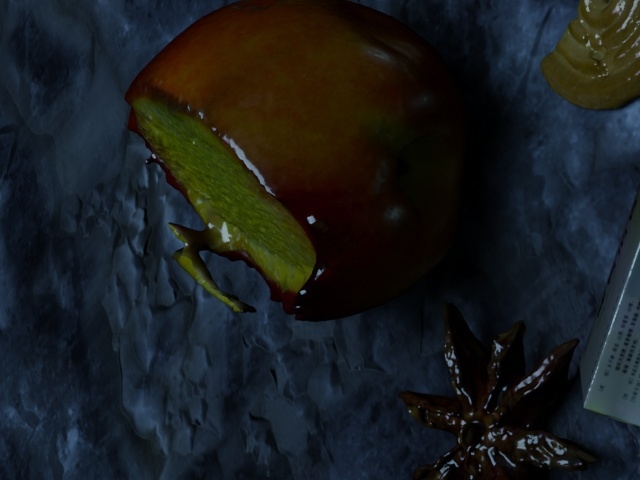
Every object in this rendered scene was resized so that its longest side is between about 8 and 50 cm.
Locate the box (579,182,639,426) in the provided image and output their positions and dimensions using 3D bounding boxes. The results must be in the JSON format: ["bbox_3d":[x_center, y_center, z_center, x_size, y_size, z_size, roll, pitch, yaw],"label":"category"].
[{"bbox_3d":[0.299,0.020,1.398,0.175,0.062,0.260,-47,-26,-79],"label":"box"}]

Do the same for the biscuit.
[{"bbox_3d":[0.304,-0.214,1.537,0.224,0.033,0.144,-56,45,30],"label":"biscuit"}]

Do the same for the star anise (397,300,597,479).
[{"bbox_3d":[0.175,0.190,1.587,0.288,0.088,0.288,-15,70,48],"label":"star anise"}]

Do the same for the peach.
[{"bbox_3d":[-0.008,-0.098,1.682,0.406,0.310,0.335,26,143,54],"label":"peach"}]
